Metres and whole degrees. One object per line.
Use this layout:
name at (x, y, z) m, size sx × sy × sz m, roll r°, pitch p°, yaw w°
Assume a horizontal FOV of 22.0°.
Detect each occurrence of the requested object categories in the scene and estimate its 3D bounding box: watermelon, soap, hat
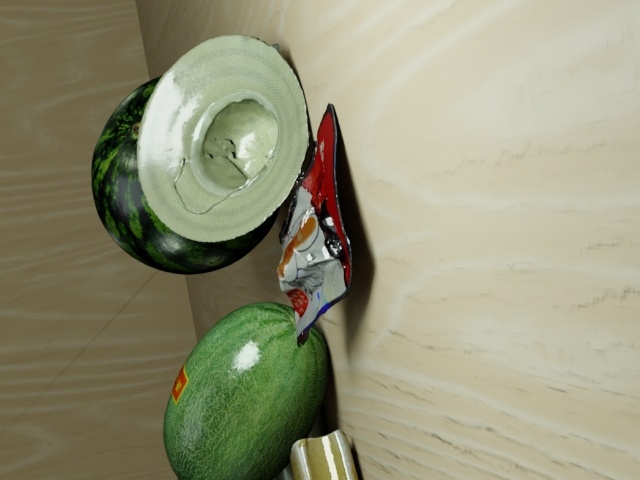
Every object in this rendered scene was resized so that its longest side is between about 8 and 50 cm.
watermelon at (-0.173, -0.086, 2.138) m, size 0.269 × 0.269 × 0.269 m, roll 170°, pitch 90°, yaw -80°
soap at (0.024, 0.358, 1.962) m, size 0.140 × 0.073 × 0.232 m, roll 92°, pitch 164°, yaw -68°
hat at (-0.090, -0.113, 1.960) m, size 0.110 × 0.252 × 0.252 m, roll 18°, pitch -127°, yaw -57°

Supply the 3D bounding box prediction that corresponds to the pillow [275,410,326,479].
pillow at (-0.026, 0.299, 2.165) m, size 0.144 × 0.078 × 0.254 m, roll 125°, pitch 135°, yaw -73°

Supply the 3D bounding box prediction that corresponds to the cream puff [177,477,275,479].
cream puff at (-0.121, 0.362, 2.439) m, size 0.244 × 0.196 × 0.244 m, roll -56°, pitch -1°, yaw -1°

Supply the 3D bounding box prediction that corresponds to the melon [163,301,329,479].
melon at (-0.098, 0.208, 2.043) m, size 0.288 × 0.182 × 0.182 m, roll -60°, pitch 24°, yaw 16°

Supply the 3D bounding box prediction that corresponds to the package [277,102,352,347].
package at (0.000, 0.000, 1.777) m, size 0.269 × 0.071 × 0.194 m, roll 116°, pitch 142°, yaw -53°
